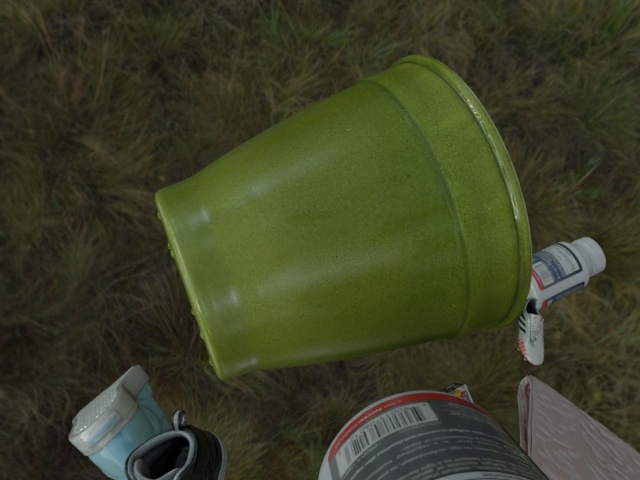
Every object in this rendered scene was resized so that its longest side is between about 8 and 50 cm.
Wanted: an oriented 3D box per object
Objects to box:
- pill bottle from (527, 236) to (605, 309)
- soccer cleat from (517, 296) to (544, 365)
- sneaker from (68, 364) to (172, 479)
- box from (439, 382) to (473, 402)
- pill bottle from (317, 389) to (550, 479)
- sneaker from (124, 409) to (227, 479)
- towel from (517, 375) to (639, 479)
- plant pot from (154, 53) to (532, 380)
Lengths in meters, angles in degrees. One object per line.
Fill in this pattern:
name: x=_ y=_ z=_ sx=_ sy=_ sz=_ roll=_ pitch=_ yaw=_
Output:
pill bottle: x=0.491 y=0.065 z=1.321 sx=0.180 sy=0.108 sz=0.108 roll=-23 pitch=72 yaw=-10
soccer cleat: x=0.244 y=0.103 z=0.733 sx=0.029 sy=0.036 sz=0.083 roll=12 pitch=49 yaw=-6
sneaker: x=-0.311 y=0.311 z=1.035 sx=0.135 sy=0.366 sz=0.150 roll=-39 pitch=97 yaw=-8
box: x=0.154 y=0.314 z=0.975 sx=0.207 sy=0.036 sz=0.114 roll=-22 pitch=86 yaw=-19
pill bottle: x=0.113 y=0.270 z=0.469 sx=0.210 sy=0.363 sz=0.210 roll=-1 pitch=98 yaw=-5
sneaker: x=-0.198 y=0.348 z=0.789 sx=0.101 sy=0.153 sz=0.269 roll=2 pitch=53 yaw=13
towel: x=0.452 y=0.388 z=1.001 sx=0.332 sy=0.053 sz=0.317 roll=38 pitch=24 yaw=6
plant pot: x=0.000 y=0.000 z=0.783 sx=0.353 sy=0.366 sz=0.366 roll=-20 pitch=71 yaw=-14
